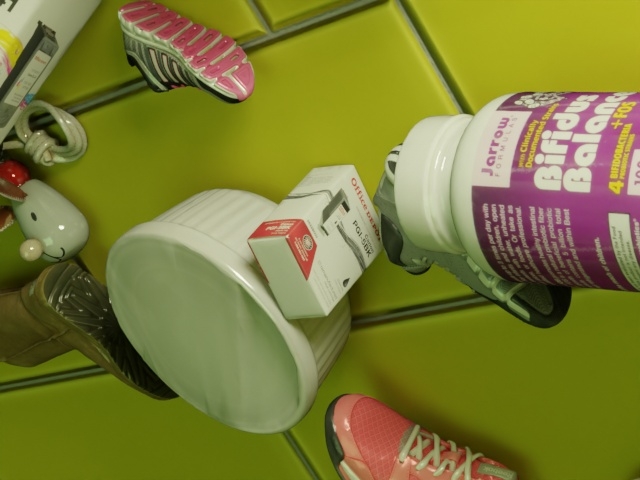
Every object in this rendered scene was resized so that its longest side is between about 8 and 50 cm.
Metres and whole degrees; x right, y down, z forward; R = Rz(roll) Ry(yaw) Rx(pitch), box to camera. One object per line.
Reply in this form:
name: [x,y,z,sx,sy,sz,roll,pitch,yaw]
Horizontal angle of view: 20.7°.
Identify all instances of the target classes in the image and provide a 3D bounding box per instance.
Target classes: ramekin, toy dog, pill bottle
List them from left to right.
toy dog: [-0.437,-0.083,2.022,0.334,0.161,0.220,26,138,21]
ramekin: [-0.088,0.067,1.876,0.273,0.127,0.273,27,141,25]
pill bottle: [0.219,-0.044,1.498,0.301,0.169,0.169,3,126,37]

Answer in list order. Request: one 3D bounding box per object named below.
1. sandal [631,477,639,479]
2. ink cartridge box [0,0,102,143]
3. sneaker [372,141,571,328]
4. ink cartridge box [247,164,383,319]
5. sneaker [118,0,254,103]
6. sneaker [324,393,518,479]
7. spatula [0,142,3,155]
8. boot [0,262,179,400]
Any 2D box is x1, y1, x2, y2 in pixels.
sandal: [0.353,0.350,1.805,0.102,0.076,0.265,31,132,48]
ink cartridge box: [-0.393,-0.208,1.748,0.226,0.306,0.131,32,176,12]
sneaker: [0.138,0.014,1.697,0.228,0.086,0.132,47,146,11]
ink cartridge box: [0.000,0.000,1.749,0.056,0.135,0.099,-6,121,39]
sneaker: [-0.135,-0.176,1.765,0.170,0.063,0.075,31,139,22]
sneaker: [0.147,0.258,1.896,0.314,0.116,0.136,41,131,-8]
spatula: [-0.395,-0.010,1.954,0.030,0.084,0.296,34,133,11]
boot: [-0.307,0.123,2.161,0.236,0.089,0.269,44,149,-16]
